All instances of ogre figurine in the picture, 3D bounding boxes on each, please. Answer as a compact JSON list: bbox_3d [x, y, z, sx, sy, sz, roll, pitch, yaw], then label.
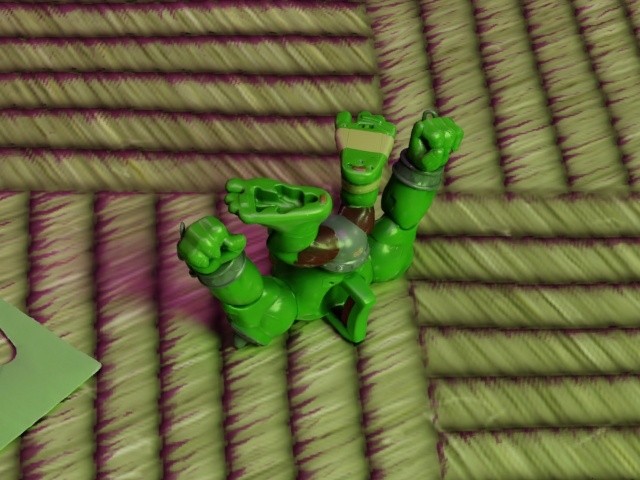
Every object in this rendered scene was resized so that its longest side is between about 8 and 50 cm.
[{"bbox_3d":[0.000,0.000,1.110,0.097,0.118,0.197,26,47,23],"label":"ogre figurine"}]

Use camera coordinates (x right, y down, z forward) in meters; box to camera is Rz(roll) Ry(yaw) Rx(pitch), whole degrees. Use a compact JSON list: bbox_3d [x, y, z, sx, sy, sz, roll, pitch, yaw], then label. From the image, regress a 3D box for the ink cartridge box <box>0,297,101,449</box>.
[{"bbox_3d":[-0.269,0.086,1.043,0.171,0.056,0.235,31,53,23],"label":"ink cartridge box"}]
